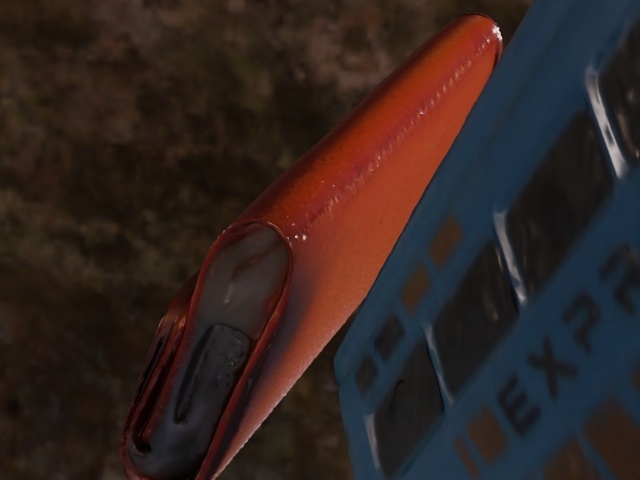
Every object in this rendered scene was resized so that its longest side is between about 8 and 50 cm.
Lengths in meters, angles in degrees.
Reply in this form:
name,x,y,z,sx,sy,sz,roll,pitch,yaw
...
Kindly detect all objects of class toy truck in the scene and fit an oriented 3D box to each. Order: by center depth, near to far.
name,x,y,z,sx,sy,sz,roll,pitch,yaw
toy truck,0.118,0.003,0.339,0.161,0.162,0.385,-7,-27,-20

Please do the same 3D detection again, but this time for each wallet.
name,x,y,z,sx,sy,sz,roll,pitch,yaw
wallet,0.000,0.000,0.640,0.045,0.142,0.204,32,38,8
